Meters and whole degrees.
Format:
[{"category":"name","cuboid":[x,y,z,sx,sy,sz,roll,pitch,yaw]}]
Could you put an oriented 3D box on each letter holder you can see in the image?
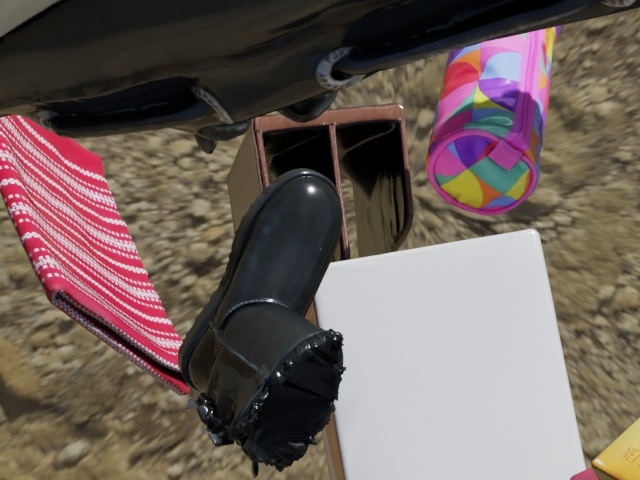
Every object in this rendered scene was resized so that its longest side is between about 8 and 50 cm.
[{"category":"letter holder","cuboid":[0.000,0.000,1.758,0.152,0.302,0.215,-6,82,-9]}]

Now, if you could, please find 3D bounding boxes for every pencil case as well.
[{"category":"pencil case","cuboid":[0.153,-0.132,1.470,0.104,0.104,0.236,7,47,7]}]

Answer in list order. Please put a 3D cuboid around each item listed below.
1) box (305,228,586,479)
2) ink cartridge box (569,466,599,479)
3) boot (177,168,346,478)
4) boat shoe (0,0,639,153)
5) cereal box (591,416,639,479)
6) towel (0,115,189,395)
[{"category":"box","cuboid":[0.096,0.188,1.234,0.168,0.215,0.345,-9,80,-3]},{"category":"ink cartridge box","cuboid":[0.230,0.165,0.804,0.100,0.237,0.172,24,53,-25]},{"category":"boot","cuboid":[-0.015,0.034,0.727,0.045,0.099,0.121,30,94,-25]},{"category":"boat shoe","cuboid":[-0.024,-0.075,0.419,0.113,0.340,0.127,34,62,-27]},{"category":"cereal box","cuboid":[0.204,0.017,0.394,0.240,0.173,0.047,-41,118,-14]},{"category":"towel","cuboid":[-0.197,-0.016,1.354,0.031,0.199,0.275,-37,51,8]}]
